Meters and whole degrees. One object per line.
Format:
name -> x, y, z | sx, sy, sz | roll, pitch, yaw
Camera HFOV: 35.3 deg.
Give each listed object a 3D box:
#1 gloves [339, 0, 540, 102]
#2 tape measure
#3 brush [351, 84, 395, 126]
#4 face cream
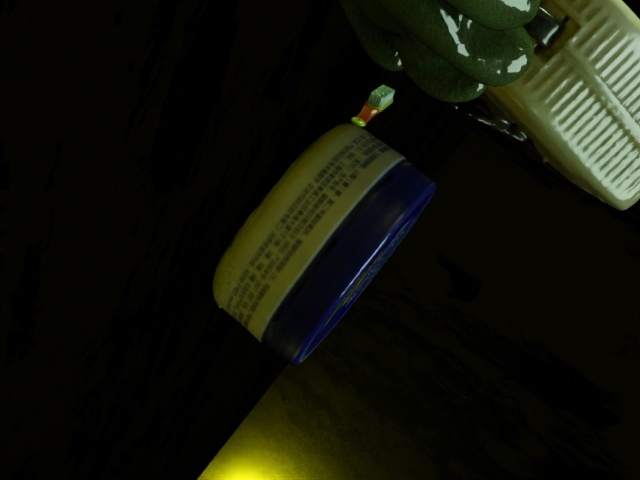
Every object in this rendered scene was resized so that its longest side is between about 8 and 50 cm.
gloves -> 0.036, -0.156, 0.322 | 0.268, 0.107, 0.135 | 91, 23, -49
tape measure -> 0.152, -0.156, 0.805 | 0.133, 0.231, 0.271 | -45, -146, 11
brush -> 0.051, -0.132, 0.984 | 0.083, 0.019, 0.021 | -47, 161, -54
face cream -> 0.000, 0.000, 0.887 | 0.206, 0.111, 0.206 | -53, 173, -9
